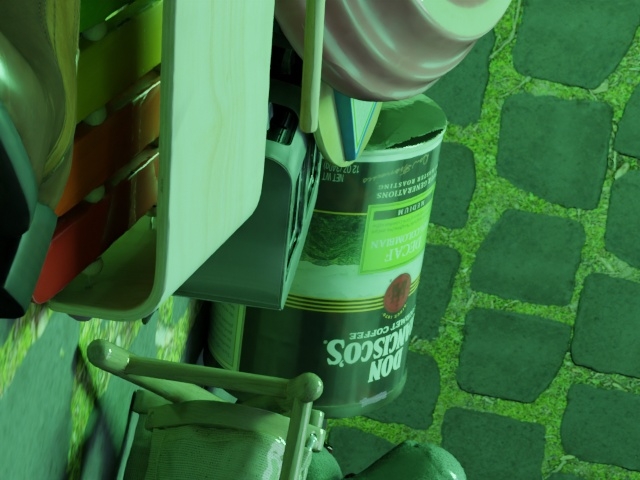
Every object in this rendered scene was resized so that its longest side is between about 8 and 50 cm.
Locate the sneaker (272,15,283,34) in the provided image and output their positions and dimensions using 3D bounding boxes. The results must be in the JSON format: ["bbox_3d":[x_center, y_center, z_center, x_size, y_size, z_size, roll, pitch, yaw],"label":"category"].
[{"bbox_3d":[-0.009,-0.187,1.649,0.276,0.098,0.135,91,10,-51],"label":"sneaker"}]

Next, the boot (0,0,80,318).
[{"bbox_3d":[-0.112,-0.131,0.606,0.264,0.096,0.280,81,19,-74],"label":"boot"}]

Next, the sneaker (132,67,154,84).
[{"bbox_3d":[-0.088,-0.079,1.048,0.097,0.084,0.234,-69,168,-53],"label":"sneaker"}]

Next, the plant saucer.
[{"bbox_3d":[0.061,-0.262,1.114,0.332,0.084,0.332,-1,91,-60],"label":"plant saucer"}]

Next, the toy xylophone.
[{"bbox_3d":[-0.075,-0.107,0.906,0.236,0.081,0.322,-40,145,-56],"label":"toy xylophone"}]

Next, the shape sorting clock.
[{"bbox_3d":[0.024,-0.158,1.221,0.206,0.040,0.206,11,90,-76],"label":"shape sorting clock"}]

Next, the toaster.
[{"bbox_3d":[-0.064,-0.049,1.231,0.168,0.110,0.185,-72,171,-52],"label":"toaster"}]

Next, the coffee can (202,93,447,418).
[{"bbox_3d":[0.000,0.000,1.532,0.201,0.202,0.275,-70,168,-64],"label":"coffee can"}]

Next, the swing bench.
[{"bbox_3d":[-0.093,0.223,1.133,0.254,0.165,0.253,82,19,-76],"label":"swing bench"}]

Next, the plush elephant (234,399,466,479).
[{"bbox_3d":[-0.018,0.309,1.675,0.330,0.272,0.255,-49,150,-16],"label":"plush elephant"}]
